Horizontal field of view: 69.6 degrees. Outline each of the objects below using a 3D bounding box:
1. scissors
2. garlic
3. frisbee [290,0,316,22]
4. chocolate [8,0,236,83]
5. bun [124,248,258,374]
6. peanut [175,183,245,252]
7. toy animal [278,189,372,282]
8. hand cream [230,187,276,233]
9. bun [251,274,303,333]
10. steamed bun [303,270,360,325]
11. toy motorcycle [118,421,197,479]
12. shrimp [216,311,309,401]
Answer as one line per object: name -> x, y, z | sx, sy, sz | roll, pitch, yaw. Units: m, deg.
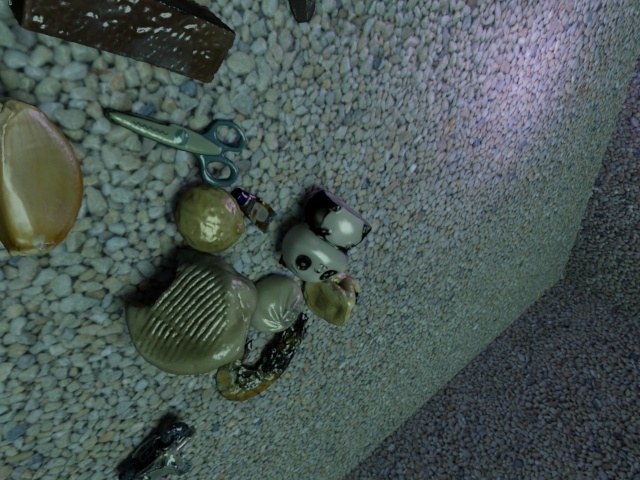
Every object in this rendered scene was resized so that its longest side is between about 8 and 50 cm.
scissors -> -0.267, -0.194, 0.886 | 0.289, 0.041, 0.138 | 13, 94, -44
garlic -> -0.445, -0.100, 0.697 | 0.145, 0.164, 0.245 | -6, 120, -22
frisbee -> -0.061, -0.521, 0.853 | 0.210, 0.012, 0.188 | 10, 112, -48
chocolate -> -0.298, -0.340, 0.703 | 0.321, 0.112, 0.112 | 2, 128, -46
bun -> -0.269, 0.171, 1.042 | 0.281, 0.281, 0.205 | -46, 167, -5
peanut -> -0.232, -0.045, 0.988 | 0.159, 0.109, 0.141 | 17, 100, -47
toy animal -> 0.005, 0.000, 1.212 | 0.187, 0.165, 0.235 | 32, 96, -29
hand cream -> -0.156, -0.072, 1.104 | 0.062, 0.038, 0.163 | -62, 145, -11
bun -> -0.120, 0.185, 1.280 | 0.172, 0.119, 0.173 | -25, 133, -30
steamed bun -> 0.051, 0.153, 1.408 | 0.155, 0.172, 0.141 | -34, 153, -47
toy motorcycle -> -0.436, 0.625, 1.339 | 0.239, 0.108, 0.204 | -33, 138, 14
shrimp -> -0.178, 0.356, 1.408 | 0.233, 0.071, 0.365 | 21, 109, -45
